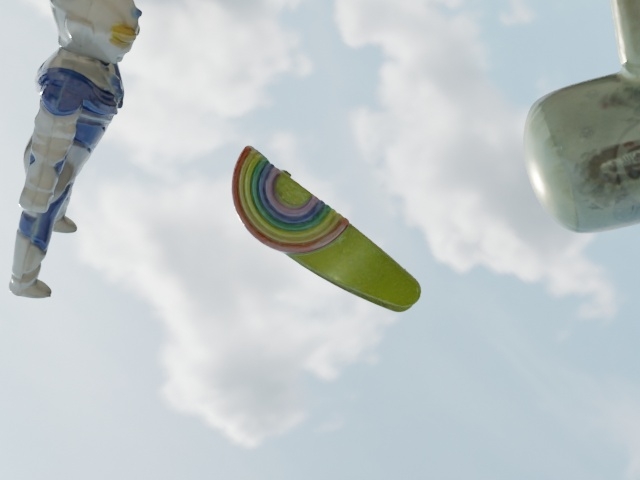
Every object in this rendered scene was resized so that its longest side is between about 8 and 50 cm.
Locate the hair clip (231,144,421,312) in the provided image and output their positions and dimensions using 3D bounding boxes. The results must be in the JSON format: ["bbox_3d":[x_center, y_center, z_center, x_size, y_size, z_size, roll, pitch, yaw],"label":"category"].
[{"bbox_3d":[0.000,0.000,1.108,0.188,0.060,0.033,35,-165,-3],"label":"hair clip"}]

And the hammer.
[{"bbox_3d":[0.220,-0.160,0.934,0.202,0.305,0.113,-16,-159,4],"label":"hammer"}]

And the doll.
[{"bbox_3d":[-0.152,-0.075,0.838,0.057,0.227,0.114,17,-147,1],"label":"doll"}]
